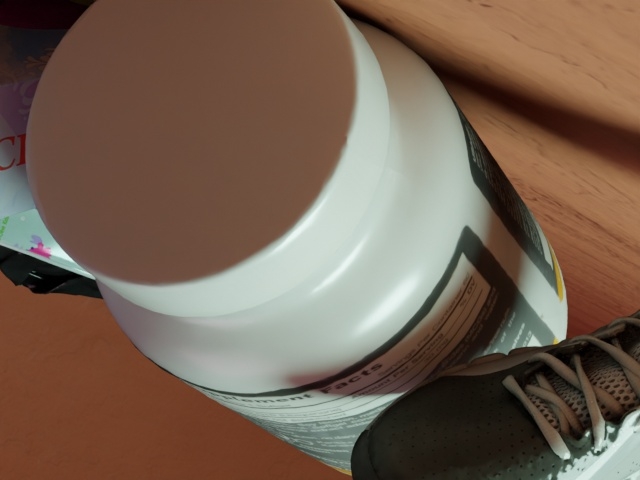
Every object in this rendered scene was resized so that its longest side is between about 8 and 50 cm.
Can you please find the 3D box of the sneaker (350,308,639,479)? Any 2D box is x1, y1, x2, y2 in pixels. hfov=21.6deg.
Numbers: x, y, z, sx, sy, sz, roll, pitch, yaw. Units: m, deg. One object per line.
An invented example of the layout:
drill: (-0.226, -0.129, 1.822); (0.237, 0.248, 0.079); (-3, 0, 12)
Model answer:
sneaker: (0.122, 0.038, 0.637); (0.228, 0.132, 0.086); (-11, -130, -29)

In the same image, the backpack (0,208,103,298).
backpack: (-0.182, -0.064, 1.075); (0.225, 0.191, 0.253); (22, -173, -32)

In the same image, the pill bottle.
pill bottle: (0.000, 0.000, 0.709); (0.162, 0.162, 0.278); (24, 171, 27)

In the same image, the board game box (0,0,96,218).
board game box: (-0.242, -0.089, 0.780); (0.318, 0.066, 0.318); (23, -151, 35)
